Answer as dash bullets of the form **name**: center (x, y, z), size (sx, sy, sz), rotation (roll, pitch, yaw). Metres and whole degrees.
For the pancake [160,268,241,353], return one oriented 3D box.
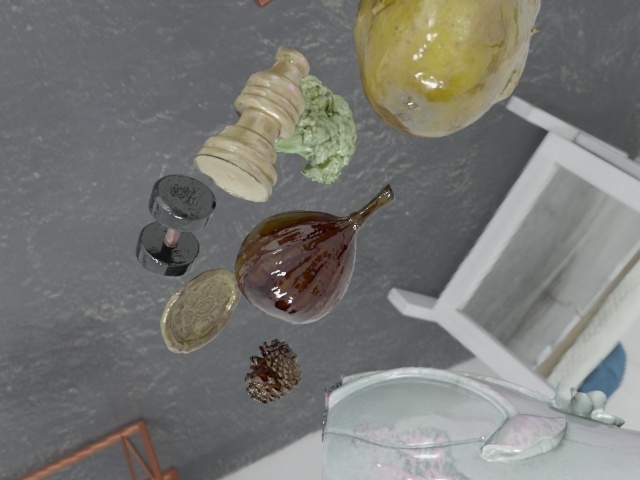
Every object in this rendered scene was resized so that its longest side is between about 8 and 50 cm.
- **pancake**: center (-0.292, 0.170, 1.815), size (0.250, 0.031, 0.250), rotation (-32, 141, -30)

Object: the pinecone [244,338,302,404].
- **pinecone**: center (-0.080, 0.231, 1.248), size (0.102, 0.102, 0.109), rotation (13, 109, -35)

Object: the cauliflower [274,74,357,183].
- **cauliflower**: center (-0.043, -0.294, 1.879), size (0.281, 0.327, 0.260), rotation (11, 109, -16)

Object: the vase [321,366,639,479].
- **vase**: center (0.229, 0.270, 0.831), size (0.446, 0.249, 0.249), rotation (1, 129, 15)

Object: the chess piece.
- **chess piece**: center (-0.098, -0.232, 1.360), size (0.307, 0.139, 0.124), rotation (-64, 148, -24)

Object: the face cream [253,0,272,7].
- **face cream**: center (-0.048, -0.542, 1.401), size (0.214, 0.096, 0.095), rotation (-33, 131, -4)

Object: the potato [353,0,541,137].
- **potato**: center (0.145, -0.263, 1.087), size (0.290, 0.397, 0.295), rotation (27, 66, -8)

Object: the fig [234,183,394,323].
- **fig**: center (0.000, 0.000, 1.319), size (0.321, 0.217, 0.217), rotation (-43, 132, 17)

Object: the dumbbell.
- **dumbbell**: center (-0.346, -0.032, 1.738), size (0.153, 0.152, 0.218), rotation (0, 137, -29)
